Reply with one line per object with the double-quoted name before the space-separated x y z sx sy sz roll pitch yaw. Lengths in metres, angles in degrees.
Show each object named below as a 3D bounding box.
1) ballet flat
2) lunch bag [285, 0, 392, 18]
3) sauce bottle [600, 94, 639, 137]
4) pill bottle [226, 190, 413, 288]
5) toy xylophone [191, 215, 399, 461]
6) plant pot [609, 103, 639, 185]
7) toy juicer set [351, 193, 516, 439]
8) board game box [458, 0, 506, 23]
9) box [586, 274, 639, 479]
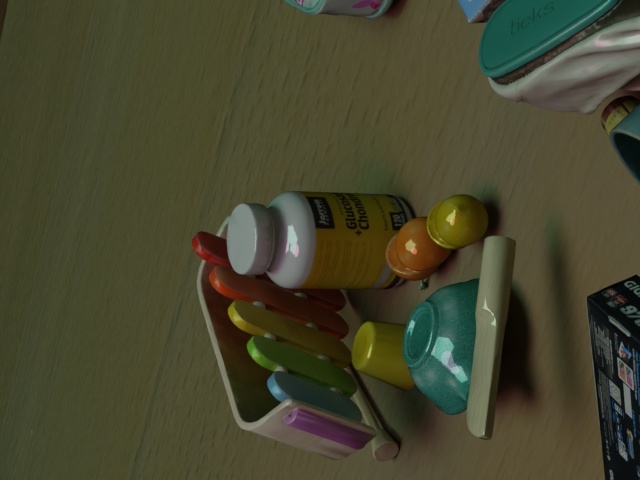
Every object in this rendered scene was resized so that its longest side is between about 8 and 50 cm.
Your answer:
"ballet flat" 0.284 -0.196 1.298 0.400 0.139 0.139 -28 64 54
"lunch bag" 0.023 -0.379 1.840 0.224 0.108 0.279 37 122 54
"sauce bottle" 0.277 -0.070 1.399 0.128 0.042 0.042 64 142 45
"pill bottle" 0.000 0.000 1.783 0.103 0.184 0.103 -4 86 63
"toy xylophone" -0.022 0.117 1.804 0.081 0.236 0.323 -51 44 24
"plant pot" 0.352 -0.038 1.049 0.195 0.290 0.290 -46 36 2
"toy juicer set" 0.142 0.064 1.624 0.329 0.089 0.209 -162 88 -70
"board game box" 0.169 -0.374 1.443 0.291 0.141 0.232 63 143 20
"box" 0.276 0.160 1.292 0.175 0.051 0.220 -133 27 -54
